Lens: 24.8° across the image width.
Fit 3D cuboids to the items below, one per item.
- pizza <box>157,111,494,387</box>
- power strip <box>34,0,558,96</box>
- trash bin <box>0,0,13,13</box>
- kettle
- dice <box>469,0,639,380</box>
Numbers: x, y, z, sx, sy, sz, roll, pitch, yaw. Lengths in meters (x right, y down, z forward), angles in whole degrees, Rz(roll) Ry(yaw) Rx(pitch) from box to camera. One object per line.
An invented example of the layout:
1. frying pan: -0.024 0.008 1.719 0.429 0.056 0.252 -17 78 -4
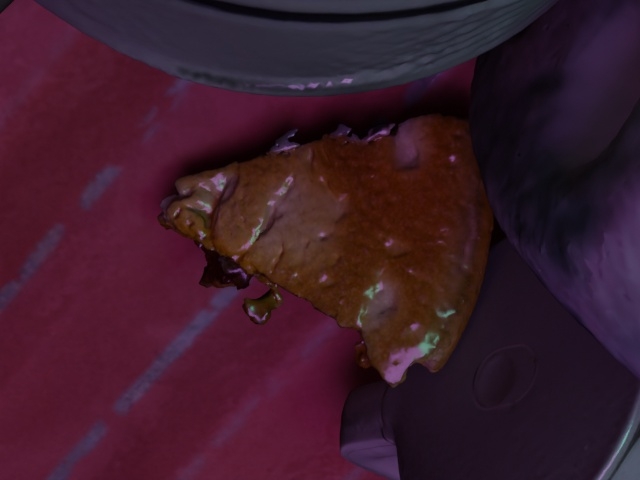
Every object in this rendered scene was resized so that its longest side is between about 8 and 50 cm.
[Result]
1. pizza: 0.001 -0.001 0.832 0.193 0.069 0.154 8 84 16
2. power strip: 0.003 -0.229 0.539 0.357 0.161 0.358 2 77 -7
3. trash bin: -0.233 -0.155 0.703 0.240 0.122 0.164 -40 116 21
4. kettle: 0.207 0.130 0.864 0.318 0.265 0.205 26 94 -30
5. dice: 0.287 -0.083 0.652 0.328 0.348 0.330 25 116 -16
